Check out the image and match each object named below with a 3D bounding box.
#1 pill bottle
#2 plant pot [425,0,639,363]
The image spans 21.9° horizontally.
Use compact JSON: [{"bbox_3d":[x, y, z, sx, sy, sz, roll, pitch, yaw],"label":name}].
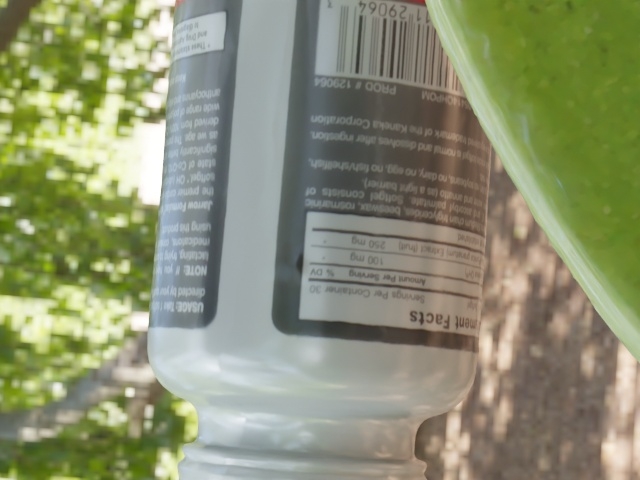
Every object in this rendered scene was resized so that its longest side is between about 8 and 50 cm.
[{"bbox_3d":[0.000,0.000,0.879,0.176,0.176,0.318,160,115,-78],"label":"pill bottle"},{"bbox_3d":[0.174,-0.112,0.317,0.276,0.254,0.276,56,162,29],"label":"plant pot"}]
